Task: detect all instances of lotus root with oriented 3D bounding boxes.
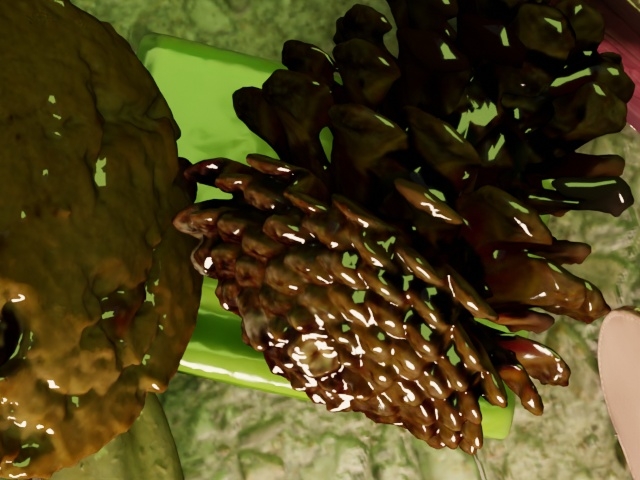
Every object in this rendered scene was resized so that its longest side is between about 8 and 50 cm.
[{"bbox_3d":[-0.125,0.163,1.215,0.090,0.077,0.183,-34,118,-43],"label":"lotus root"}]

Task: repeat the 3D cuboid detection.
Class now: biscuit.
[{"bbox_3d":[-0.176,-0.004,1.068,0.296,0.075,0.296,2,87,-41],"label":"biscuit"}]

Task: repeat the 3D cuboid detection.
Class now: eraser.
[{"bbox_3d":[0.000,0.000,1.247,0.274,0.092,0.210,11,85,-9],"label":"eraser"}]

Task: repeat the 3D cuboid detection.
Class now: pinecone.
[{"bbox_3d":[0.069,-0.034,1.101,0.246,0.246,0.292,34,67,-5],"label":"pinecone"}]

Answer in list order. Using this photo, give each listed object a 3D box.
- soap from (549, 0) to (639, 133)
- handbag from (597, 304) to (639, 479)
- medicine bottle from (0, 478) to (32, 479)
[{"bbox_3d":[0.192,-0.182,1.212,0.359,0.233,0.128,41,84,-3],"label":"soap"},{"bbox_3d":[0.273,0.115,1.236,0.116,0.179,0.205,-25,91,-15],"label":"handbag"},{"bbox_3d":[-0.331,0.205,1.137,0.332,0.190,0.190,-1,87,-8],"label":"medicine bottle"}]
